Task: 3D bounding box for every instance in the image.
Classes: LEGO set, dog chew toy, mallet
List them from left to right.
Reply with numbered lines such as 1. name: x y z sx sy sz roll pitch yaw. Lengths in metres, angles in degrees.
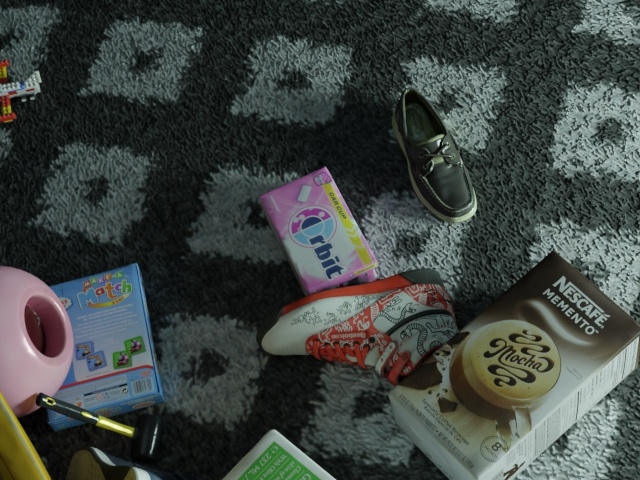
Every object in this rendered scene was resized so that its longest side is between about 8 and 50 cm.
1. dog chew toy: -0.499 0.160 1.858 0.332 0.206 0.207 -19 57 23
2. LEGO set: -0.559 -0.223 2.178 0.182 0.060 0.244 26 66 17
3. mallet: -0.290 0.247 1.815 0.039 0.189 0.062 -23 57 47

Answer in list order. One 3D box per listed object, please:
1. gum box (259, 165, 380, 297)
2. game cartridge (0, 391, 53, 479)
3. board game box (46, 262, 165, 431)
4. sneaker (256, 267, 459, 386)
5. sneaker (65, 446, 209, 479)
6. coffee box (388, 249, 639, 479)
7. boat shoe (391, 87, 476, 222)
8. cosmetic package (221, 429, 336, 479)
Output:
1. gum box: 0.000 0.000 1.966 0.107 0.062 0.188 -24 60 -6
2. game cartridge: -0.319 0.358 1.674 0.052 0.285 0.324 -28 60 -12
3. board game box: -0.314 0.147 1.938 0.160 0.039 0.211 -15 60 0
4. sneaker: 0.056 0.139 1.862 0.270 0.090 0.145 -16 57 -5
5. sneaker: -0.227 0.332 1.798 0.226 0.163 0.086 5 77 56
6. coffee box: 0.255 0.178 1.795 0.297 0.119 0.168 -40 62 -14
7. boat shoe: 0.160 -0.127 2.010 0.080 0.073 0.223 -20 59 -4
8. cosmetic package: 0.019 0.427 1.665 0.365 0.155 0.197 34 67 25
